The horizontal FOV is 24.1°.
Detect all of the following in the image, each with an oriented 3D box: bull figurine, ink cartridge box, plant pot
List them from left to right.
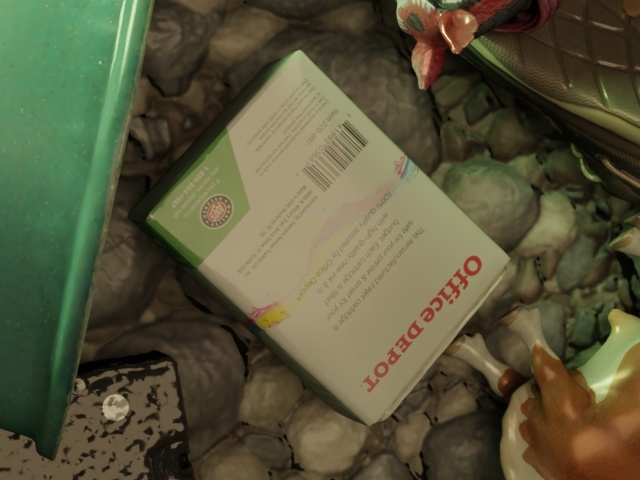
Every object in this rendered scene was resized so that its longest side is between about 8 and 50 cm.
[{"bbox_3d":[-0.277,-0.076,0.831,0.334,0.341,0.341,12,87,-9],"label":"plant pot"},{"bbox_3d":[0.000,0.000,1.024,0.212,0.093,0.154,43,80,-12],"label":"ink cartridge box"},{"bbox_3d":[0.207,0.112,1.079,0.310,0.101,0.188,-33,90,-19],"label":"bull figurine"}]

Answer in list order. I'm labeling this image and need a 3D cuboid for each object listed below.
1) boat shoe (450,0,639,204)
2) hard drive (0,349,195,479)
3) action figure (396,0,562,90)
[{"bbox_3d":[0.226,-0.084,1.063,0.355,0.130,0.132,32,57,9],"label":"boat shoe"},{"bbox_3d":[-0.241,0.218,0.966,0.339,0.064,0.237,-12,94,-18],"label":"hard drive"},{"bbox_3d":[0.134,-0.251,1.015,0.276,0.248,0.370,37,66,-41],"label":"action figure"}]
